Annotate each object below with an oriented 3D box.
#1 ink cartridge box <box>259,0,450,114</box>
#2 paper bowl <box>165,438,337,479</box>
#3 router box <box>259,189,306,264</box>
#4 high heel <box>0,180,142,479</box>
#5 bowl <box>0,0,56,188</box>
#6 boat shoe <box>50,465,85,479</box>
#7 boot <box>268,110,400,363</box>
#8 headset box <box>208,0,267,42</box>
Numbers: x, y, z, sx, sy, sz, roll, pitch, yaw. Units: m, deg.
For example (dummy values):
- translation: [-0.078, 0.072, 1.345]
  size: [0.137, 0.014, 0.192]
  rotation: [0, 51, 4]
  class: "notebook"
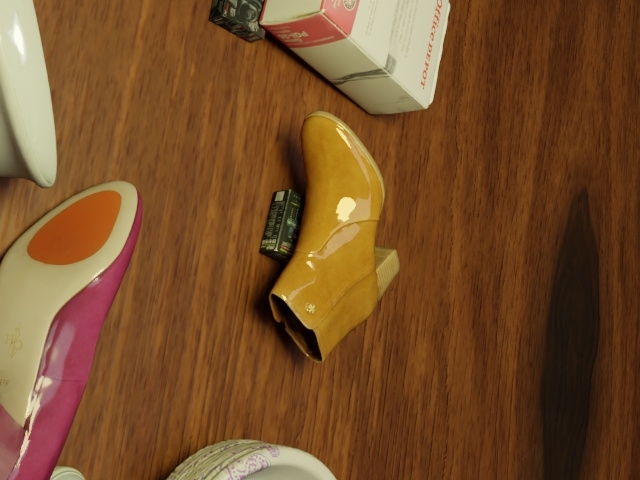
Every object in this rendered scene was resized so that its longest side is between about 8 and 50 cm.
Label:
- translation: [0.061, -0.335, 1.231]
  size: [0.283, 0.117, 0.207]
  rotation: [31, 66, -48]
  class: "ink cartridge box"
- translation: [-0.104, 0.385, 1.022]
  size: [0.284, 0.148, 0.284]
  rotation: [2, 87, -45]
  class: "paper bowl"
- translation: [-0.023, -0.007, 1.204]
  size: [0.122, 0.038, 0.092]
  rotation: [27, 69, -41]
  class: "router box"
- translation: [-0.285, 0.113, 0.918]
  size: [0.181, 0.127, 0.377]
  rotation: [79, 32, -50]
  class: "high heel"
- translation: [-0.338, -0.186, 0.775]
  size: [0.134, 0.298, 0.298]
  rotation: [-9, 95, -11]
  class: "bowl"
- translation: [-0.272, 0.360, 0.901]
  size: [0.079, 0.081, 0.228]
  rotation: [12, 80, -44]
  class: "boat shoe"
- translation: [0.000, 0.001, 1.125]
  size: [0.211, 0.104, 0.295]
  rotation: [-44, 122, -36]
  class: "boot"
- translation: [-0.105, -0.311, 1.145]
  size: [0.083, 0.032, 0.062]
  rotation: [20, 75, -44]
  class: "headset box"
